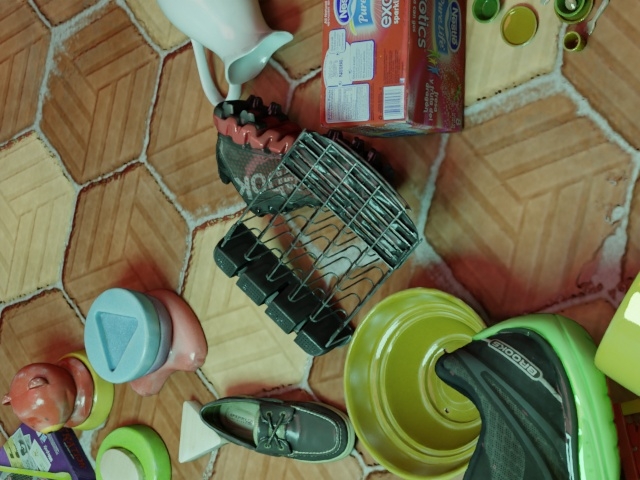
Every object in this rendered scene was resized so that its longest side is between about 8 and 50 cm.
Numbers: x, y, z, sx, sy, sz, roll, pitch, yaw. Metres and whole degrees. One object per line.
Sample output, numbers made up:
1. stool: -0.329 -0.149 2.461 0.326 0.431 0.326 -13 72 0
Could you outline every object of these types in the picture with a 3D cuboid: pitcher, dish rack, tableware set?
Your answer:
1. pitcher: -0.148 -0.294 1.699 0.207 0.125 0.178 54 135 14
2. dish rack: 0.000 0.000 1.513 0.208 0.074 0.271 43 128 6
3. tableware set: 0.242 -0.261 1.438 0.154 0.024 0.104 40 112 32

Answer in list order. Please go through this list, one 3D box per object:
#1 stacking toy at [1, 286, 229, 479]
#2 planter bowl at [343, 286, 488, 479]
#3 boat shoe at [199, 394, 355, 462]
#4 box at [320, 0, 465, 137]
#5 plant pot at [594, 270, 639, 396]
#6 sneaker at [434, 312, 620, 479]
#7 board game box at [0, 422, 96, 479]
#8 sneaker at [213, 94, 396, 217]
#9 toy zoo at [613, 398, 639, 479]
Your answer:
1. stacking toy: -0.291 0.229 1.769 0.309 0.130 0.279 -42 63 30
2. planter bowl: 0.138 0.162 1.456 0.217 0.090 0.217 -2 87 38
3. boat shoe: -0.060 0.239 1.620 0.224 0.073 0.080 5 91 39
4. box: 0.086 -0.254 1.497 0.128 0.123 0.256 -1 87 38
5. plant pot: 0.416 0.075 1.159 0.239 0.254 0.254 34 109 18
6. sneaker: 0.209 0.318 1.267 0.202 0.185 0.482 -8 72 6
7. board game box: -0.384 0.439 1.887 0.208 0.056 0.346 -45 62 23
8. sneaker: -0.026 -0.079 1.598 0.276 0.098 0.135 26 117 29
9. toy zoo: 0.332 0.265 1.336 0.293 0.030 0.192 -21 75 36
